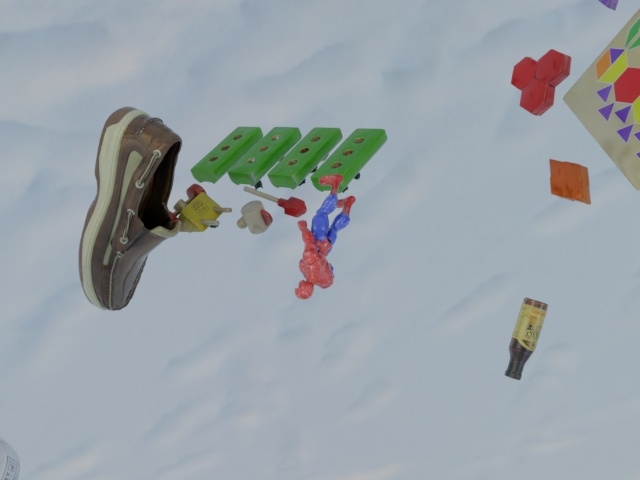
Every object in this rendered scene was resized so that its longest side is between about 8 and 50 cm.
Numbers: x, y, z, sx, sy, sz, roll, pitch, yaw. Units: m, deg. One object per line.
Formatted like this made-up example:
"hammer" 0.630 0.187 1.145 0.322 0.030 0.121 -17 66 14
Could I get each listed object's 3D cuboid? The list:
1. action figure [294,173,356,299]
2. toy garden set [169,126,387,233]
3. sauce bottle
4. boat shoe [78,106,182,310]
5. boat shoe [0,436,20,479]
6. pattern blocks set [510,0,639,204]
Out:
"action figure" 0.000 0.000 0.582 0.030 0.115 0.038 -12 125 22
"toy garden set" -0.064 -0.066 1.019 0.244 0.204 0.049 7 133 38
"sauce bottle" 0.320 0.155 1.291 0.042 0.128 0.042 16 180 0
"boat shoe" -0.212 -0.019 0.950 0.095 0.095 0.257 22 121 15
"boat shoe" -0.311 0.131 0.616 0.226 0.083 0.076 9 151 37
"pattern blocks set" 0.343 -0.155 0.867 0.026 0.325 0.285 16 134 -33
